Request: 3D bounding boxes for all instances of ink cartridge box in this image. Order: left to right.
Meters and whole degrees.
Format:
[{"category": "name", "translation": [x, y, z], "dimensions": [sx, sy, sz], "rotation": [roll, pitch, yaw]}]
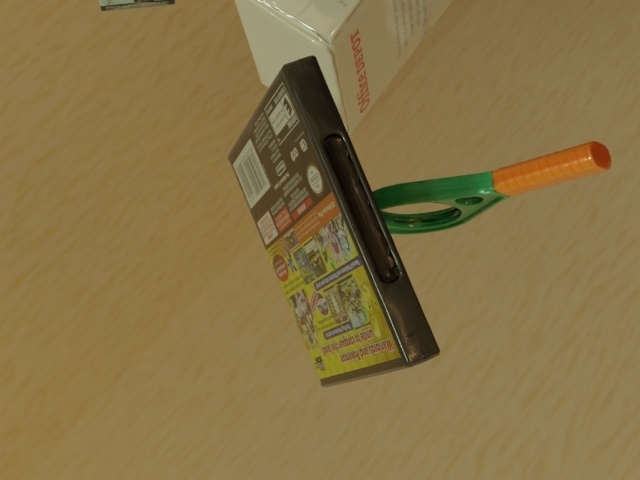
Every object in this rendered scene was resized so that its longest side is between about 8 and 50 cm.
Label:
[{"category": "ink cartridge box", "translation": [0.058, -0.294, 1.163], "dimensions": [0.131, 0.306, 0.226], "rotation": [34, 168, 16]}]

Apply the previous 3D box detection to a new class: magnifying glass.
[{"category": "magnifying glass", "translation": [0.128, -0.039, 0.908], "dimensions": [0.092, 0.026, 0.231], "rotation": [14, 157, -43]}]

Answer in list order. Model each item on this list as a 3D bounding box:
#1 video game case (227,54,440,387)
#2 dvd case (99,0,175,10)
[{"category": "video game case", "translation": [0.000, 0.000, 0.970], "dimensions": [0.248, 0.035, 0.275], "rotation": [68, 163, 5]}, {"category": "dvd case", "translation": [-0.210, -0.313, 1.246], "dimensions": [0.013, 0.087, 0.119], "rotation": [-104, 10, -45]}]
